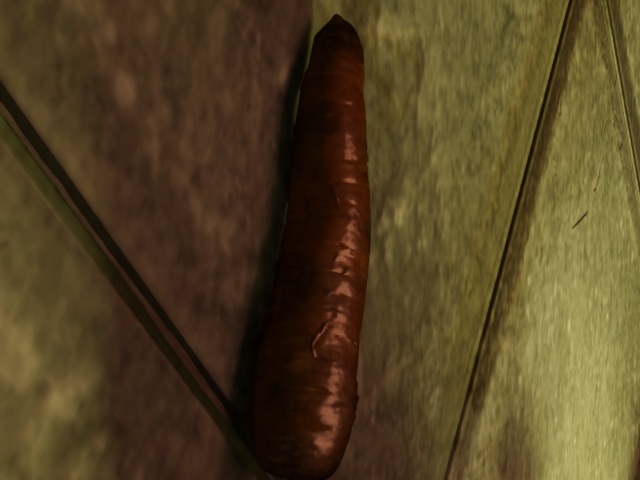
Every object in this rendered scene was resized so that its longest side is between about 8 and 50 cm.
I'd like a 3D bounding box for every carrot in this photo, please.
[{"bbox_3d":[0.001,0.000,0.411,0.035,0.035,0.165,35,59,-62],"label":"carrot"}]
